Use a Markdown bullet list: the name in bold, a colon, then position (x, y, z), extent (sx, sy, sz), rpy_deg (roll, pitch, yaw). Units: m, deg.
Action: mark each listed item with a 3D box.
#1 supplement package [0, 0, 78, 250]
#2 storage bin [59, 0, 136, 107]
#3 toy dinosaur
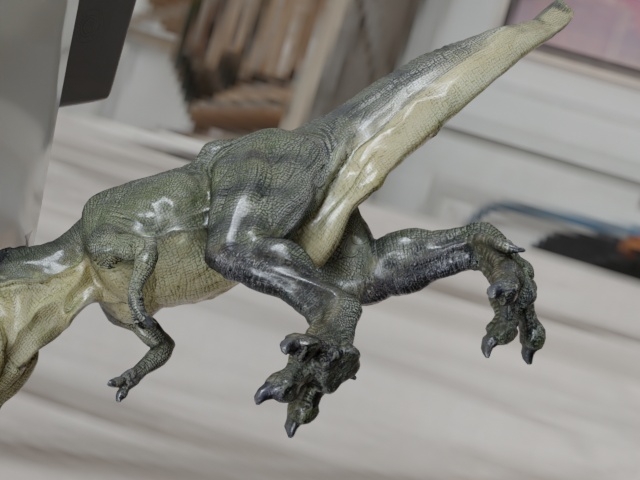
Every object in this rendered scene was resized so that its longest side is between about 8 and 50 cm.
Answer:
- **supplement package**: position (-0.227, -0.064, 0.683), extent (0.139, 0.244, 0.133), rpy_deg (-50, -26, -71)
- **storage bin**: position (-0.163, -0.139, 1.121), extent (0.091, 0.098, 0.135), rpy_deg (-7, -56, -47)
- **toy dinosaur**: position (0.000, 0.000, 0.597), extent (0.268, 0.118, 0.064), rpy_deg (-28, -42, -18)
